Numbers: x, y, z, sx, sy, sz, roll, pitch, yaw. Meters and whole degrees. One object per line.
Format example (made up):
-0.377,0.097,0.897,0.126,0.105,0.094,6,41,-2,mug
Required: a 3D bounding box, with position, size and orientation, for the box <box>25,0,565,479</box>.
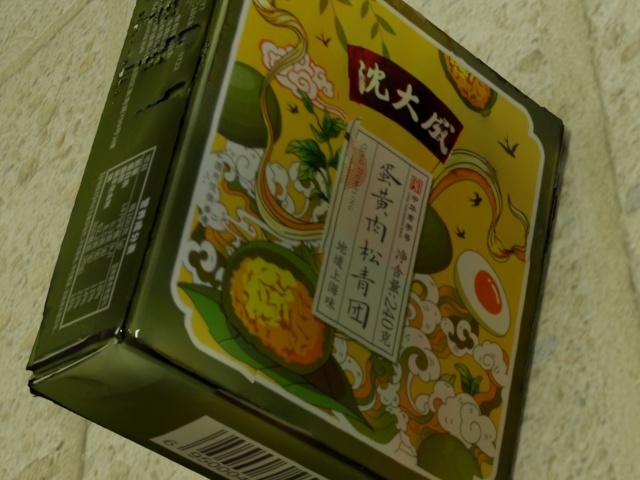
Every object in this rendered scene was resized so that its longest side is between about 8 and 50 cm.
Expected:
0.000,0.000,1.453,0.138,0.373,0.420,-22,45,46,box
